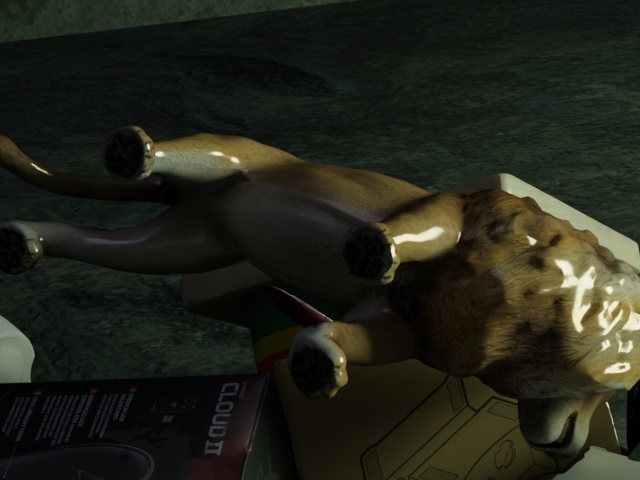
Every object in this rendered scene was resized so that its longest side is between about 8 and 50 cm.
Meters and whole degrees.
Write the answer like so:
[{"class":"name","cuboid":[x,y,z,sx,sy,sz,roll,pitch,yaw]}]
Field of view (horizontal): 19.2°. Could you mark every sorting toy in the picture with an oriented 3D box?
[{"class":"sorting toy","cuboid":[0.076,0.055,1.359,0.255,0.089,0.257,-18,-18,25]}]

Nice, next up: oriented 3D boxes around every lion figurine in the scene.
[{"class":"lion figurine","cuboid":[0.000,0.000,1.117,0.392,0.142,0.240,28,20,26]}]

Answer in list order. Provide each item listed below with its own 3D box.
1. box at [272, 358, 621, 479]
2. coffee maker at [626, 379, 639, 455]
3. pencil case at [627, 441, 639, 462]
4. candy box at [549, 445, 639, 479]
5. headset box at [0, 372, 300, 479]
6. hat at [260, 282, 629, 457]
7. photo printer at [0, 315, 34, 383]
[{"class":"box","cuboid":[0.084,0.135,1.160,0.201,0.164,0.021,-11,-15,-10]},{"class":"coffee maker","cuboid":[0.284,0.103,1.194,0.178,0.120,0.171,3,18,14]},{"class":"pencil case","cuboid":[0.256,0.152,1.109,0.151,0.064,0.070,24,-2,28]},{"class":"candy box","cuboid":[0.162,0.199,1.018,0.165,0.070,0.196,9,30,43]},{"class":"headset box","cuboid":[-0.144,0.187,1.046,0.293,0.110,0.218,-4,39,13]},{"class":"hat","cuboid":[0.107,0.089,1.230,0.173,0.184,0.208,6,22,42]},{"class":"photo printer","cuboid":[-0.388,0.097,1.444,0.256,0.107,0.307,18,19,24]}]
